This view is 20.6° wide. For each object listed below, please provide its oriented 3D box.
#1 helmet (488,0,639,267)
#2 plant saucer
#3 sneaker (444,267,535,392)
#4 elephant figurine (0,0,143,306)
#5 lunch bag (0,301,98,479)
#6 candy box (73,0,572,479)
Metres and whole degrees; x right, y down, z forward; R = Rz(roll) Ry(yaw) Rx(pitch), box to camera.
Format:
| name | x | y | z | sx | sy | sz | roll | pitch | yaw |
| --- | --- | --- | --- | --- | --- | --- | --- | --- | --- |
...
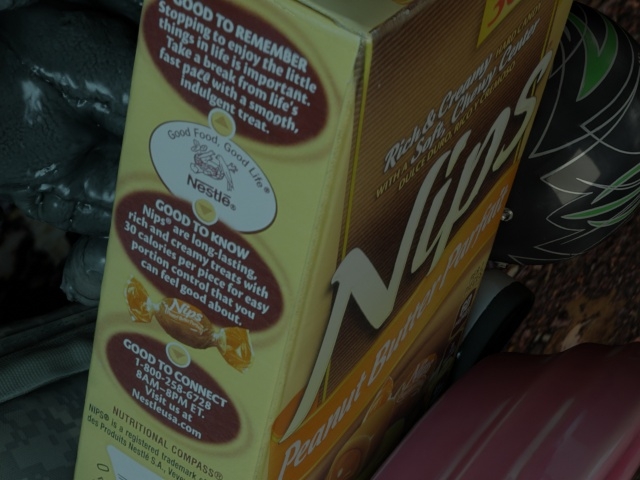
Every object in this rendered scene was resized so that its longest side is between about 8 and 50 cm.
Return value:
| name | x | y | z | sx | sy | sz | roll | pitch | yaw |
| --- | --- | --- | --- | --- | --- | --- | --- | --- | --- |
| helmet | 0.122 | -0.065 | 1.039 | 0.169 | 0.161 | 0.169 | -30 | 139 | -31 |
| plant saucer | 0.048 | 0.177 | 0.828 | 0.332 | 0.084 | 0.332 | -50 | 164 | -20 |
| sneaker | 0.010 | 0.029 | 0.966 | 0.124 | 0.178 | 0.295 | -54 | 177 | -12 |
| elephant figurine | -0.155 | -0.065 | 0.730 | 0.239 | 0.186 | 0.169 | 7 | 79 | -25 |
| lunch bag | -0.150 | 0.156 | 0.858 | 0.305 | 0.212 | 0.256 | -17 | 133 | -42 |
| candy box | 0.000 | 0.000 | 0.685 | 0.183 | 0.087 | 0.316 | -41 | 154 | -45 |
